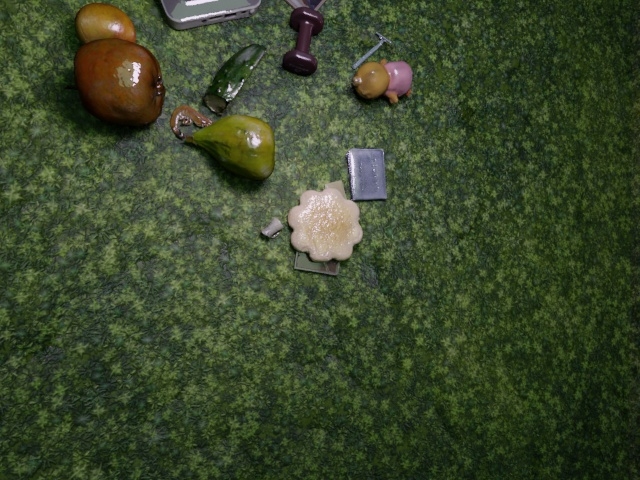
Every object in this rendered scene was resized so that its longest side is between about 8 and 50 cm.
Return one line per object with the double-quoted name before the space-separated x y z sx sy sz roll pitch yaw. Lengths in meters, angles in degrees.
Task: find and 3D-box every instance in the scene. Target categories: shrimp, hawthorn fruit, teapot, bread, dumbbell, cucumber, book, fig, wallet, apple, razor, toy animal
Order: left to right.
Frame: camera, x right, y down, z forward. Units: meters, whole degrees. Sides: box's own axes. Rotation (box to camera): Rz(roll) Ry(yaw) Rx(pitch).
"apple" -0.718 -0.704 1.365 0.182 0.182 0.155 -12 76 -18
"hawthorn fruit" -0.668 -0.512 1.319 0.301 0.268 0.267 -2 87 -13
"shrimp" -0.466 -0.416 1.497 0.178 0.034 0.124 30 80 -12
"fig" -0.302 -0.342 1.442 0.314 0.233 0.233 15 81 -25
"cucumber" -0.312 -0.628 1.515 0.105 0.145 0.325 37 72 -19
"teapot" -0.184 -0.042 1.554 0.083 0.057 0.067 -39 127 -11
"dumbbell" -0.066 -0.781 1.604 0.140 0.124 0.225 12 82 -17
"bread" 0.024 -0.061 1.599 0.316 0.054 0.316 1 87 -14
"book" 0.066 -0.185 1.661 0.077 0.014 0.111 -16 91 -18
"wallet" 0.194 -0.277 1.698 0.167 0.036 0.222 -4 88 -18
"razor" 0.209 -0.802 1.747 0.084 0.036 0.211 41 80 13
"toy animal" 0.250 -0.656 1.675 0.281 0.169 0.195 -14 88 -19

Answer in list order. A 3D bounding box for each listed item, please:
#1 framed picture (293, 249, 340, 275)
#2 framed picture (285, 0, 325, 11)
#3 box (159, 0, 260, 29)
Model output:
"framed picture" 0.000 0.000 1.623 0.189 0.023 0.260 9 83 -17
"framed picture" -0.100 -1.053 1.670 0.265 0.018 0.192 37 75 -12
"box" -0.446 -0.999 1.517 0.367 0.090 0.373 -23 92 -17
